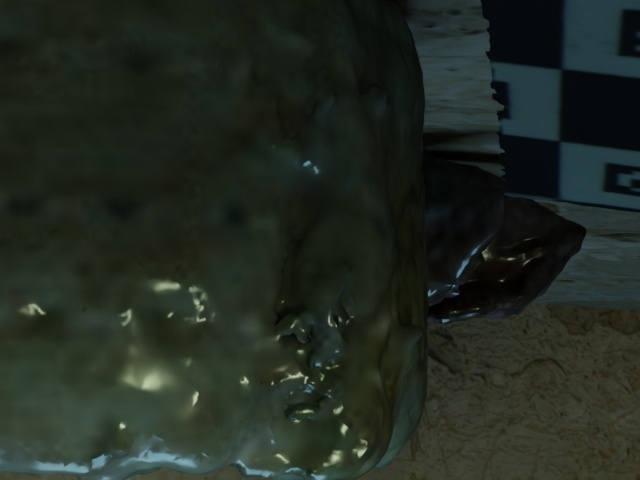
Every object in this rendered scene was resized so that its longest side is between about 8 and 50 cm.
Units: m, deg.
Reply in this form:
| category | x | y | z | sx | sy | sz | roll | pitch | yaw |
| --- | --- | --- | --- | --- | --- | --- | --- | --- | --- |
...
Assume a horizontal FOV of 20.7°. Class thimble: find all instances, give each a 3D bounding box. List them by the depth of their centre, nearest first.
| category | x | y | z | sx | sy | sz | roll | pitch | yaw |
| --- | --- | --- | --- | --- | --- | --- | --- | --- | --- |
| thimble | -0.087 | -0.007 | 0.677 | 0.291 | 0.195 | 0.291 | -1 | 174 | 0 |

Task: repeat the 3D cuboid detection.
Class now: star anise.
| category | x | y | z | sx | sy | sz | roll | pitch | yaw |
| --- | --- | --- | --- | --- | --- | --- | --- | --- | --- |
| star anise | 0.002 | 0.000 | 1.103 | 0.332 | 0.117 | 0.332 | 3 | 180 | 0 |

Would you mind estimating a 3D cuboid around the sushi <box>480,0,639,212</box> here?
| category | x | y | z | sx | sy | sz | roll | pitch | yaw |
| --- | --- | --- | --- | --- | --- | --- | --- | --- | --- |
| sushi | 0.221 | -0.066 | 0.434 | 0.359 | 0.064 | 0.343 | 8 | 166 | 10 |
